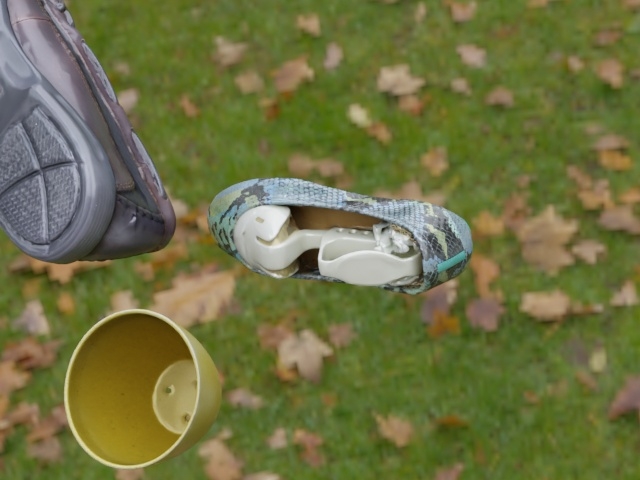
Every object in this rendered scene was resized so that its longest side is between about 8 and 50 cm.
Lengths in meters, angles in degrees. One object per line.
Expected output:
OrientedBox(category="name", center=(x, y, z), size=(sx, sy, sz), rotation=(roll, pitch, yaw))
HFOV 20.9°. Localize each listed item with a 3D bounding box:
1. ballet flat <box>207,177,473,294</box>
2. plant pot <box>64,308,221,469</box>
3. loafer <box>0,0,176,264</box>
OrientedBox(category="ballet flat", center=(0.000, 0.000, 1.082), size=(0.188, 0.070, 0.070), rotation=(2, 38, 28))
OrientedBox(category="plant pot", center=(-0.138, 0.131, 1.493), size=(0.134, 0.095, 0.134), rotation=(-5, 79, 26))
OrientedBox(category="loafer", center=(-0.189, -0.099, 1.100), size=(0.095, 0.109, 0.302), rotation=(11, 39, -50))
